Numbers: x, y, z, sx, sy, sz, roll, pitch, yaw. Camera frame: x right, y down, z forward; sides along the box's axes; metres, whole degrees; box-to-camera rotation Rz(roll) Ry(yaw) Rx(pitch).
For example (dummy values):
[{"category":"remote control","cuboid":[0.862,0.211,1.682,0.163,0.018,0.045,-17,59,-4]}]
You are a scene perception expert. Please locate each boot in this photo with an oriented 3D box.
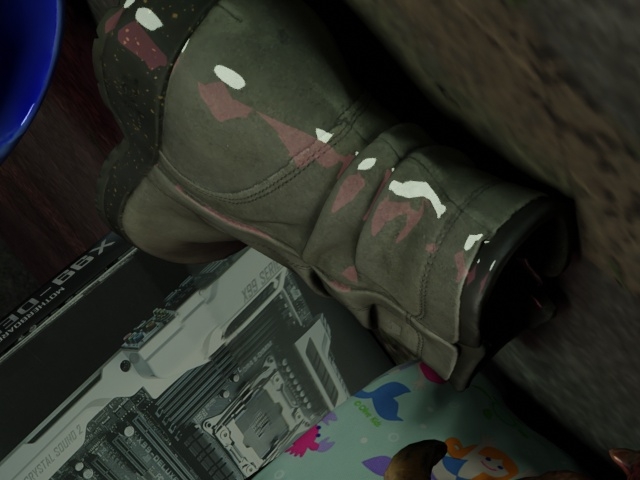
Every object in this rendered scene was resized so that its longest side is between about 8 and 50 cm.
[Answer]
[{"category":"boot","cuboid":[0.000,0.000,0.531,0.161,0.083,0.246,42,167,8]}]

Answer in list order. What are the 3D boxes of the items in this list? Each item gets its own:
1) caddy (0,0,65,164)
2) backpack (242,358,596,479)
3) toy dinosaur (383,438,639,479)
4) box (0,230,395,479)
[{"category":"caddy","cuboid":[-0.259,-0.133,0.650,0.179,0.241,0.341,45,167,38]},{"category":"backpack","cuboid":[0.023,0.181,0.570,0.191,0.253,0.225,33,156,38]},{"category":"toy dinosaur","cuboid":[0.140,0.136,0.354,0.200,0.127,0.296,35,165,45]},{"category":"box","cuboid":[-0.052,0.150,0.744,0.307,0.242,0.076,55,166,-17]}]
